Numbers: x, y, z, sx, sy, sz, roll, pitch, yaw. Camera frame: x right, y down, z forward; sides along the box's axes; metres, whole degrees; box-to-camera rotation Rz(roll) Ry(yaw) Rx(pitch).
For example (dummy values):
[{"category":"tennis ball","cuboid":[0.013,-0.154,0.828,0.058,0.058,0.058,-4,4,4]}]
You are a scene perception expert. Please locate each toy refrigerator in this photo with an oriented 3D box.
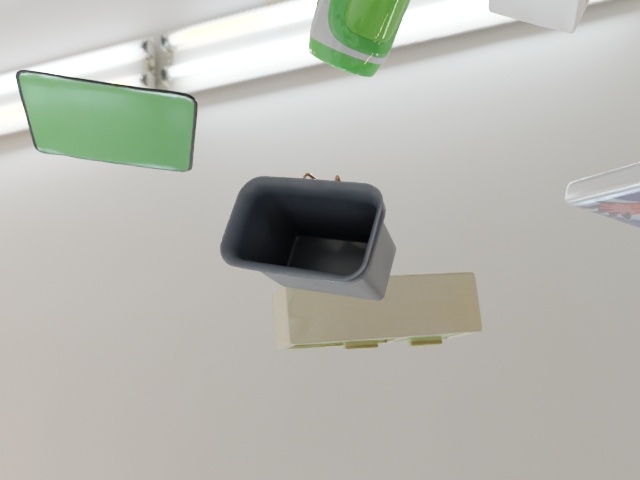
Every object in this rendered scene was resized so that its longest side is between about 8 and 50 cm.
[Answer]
[{"category":"toy refrigerator","cuboid":[0.076,0.102,0.912,0.269,0.102,0.094,-2,-103,-16]}]

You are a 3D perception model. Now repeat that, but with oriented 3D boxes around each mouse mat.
[{"category":"mouse mat","cuboid":[-0.239,-0.131,0.756,0.189,0.152,0.007,8,-119,-10]}]

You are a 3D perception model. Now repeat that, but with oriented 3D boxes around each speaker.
[{"category":"speaker","cuboid":[0.082,-0.393,0.936,0.131,0.131,0.296,33,-65,24]}]

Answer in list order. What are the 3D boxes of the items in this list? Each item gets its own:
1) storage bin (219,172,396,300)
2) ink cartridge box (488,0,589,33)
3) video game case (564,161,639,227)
[{"category":"storage bin","cuboid":[0.000,0.000,0.567,0.135,0.091,0.098,7,-111,26]},{"category":"ink cartridge box","cuboid":[0.268,-0.394,0.697,0.117,0.283,0.207,24,-100,21]},{"category":"video game case","cuboid":[0.324,-0.025,0.502,0.183,0.201,0.023,17,-98,-12]}]
